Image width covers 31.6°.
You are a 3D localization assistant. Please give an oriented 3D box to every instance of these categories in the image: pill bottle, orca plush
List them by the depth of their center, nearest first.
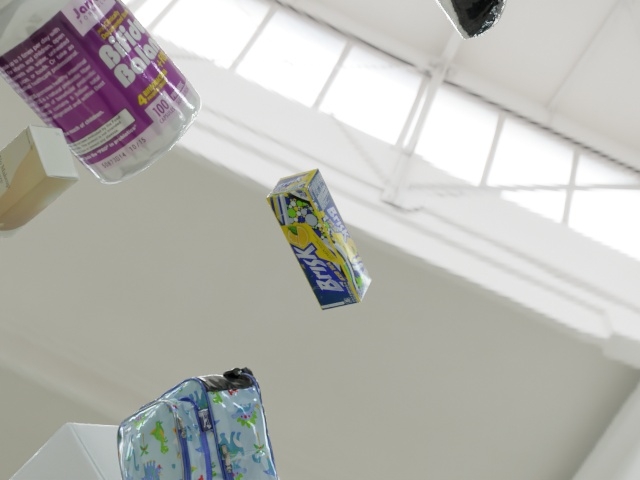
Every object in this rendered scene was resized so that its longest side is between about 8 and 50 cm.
[{"bbox_3d":[0.127,-0.286,1.054,0.102,0.287,0.151,-34,-66,10],"label":"orca plush"},{"bbox_3d":[-0.294,-0.226,1.344,0.169,0.169,0.301,-26,-63,29],"label":"pill bottle"}]

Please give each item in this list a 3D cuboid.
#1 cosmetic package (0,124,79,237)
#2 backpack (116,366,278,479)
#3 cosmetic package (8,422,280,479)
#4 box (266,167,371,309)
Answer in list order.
[{"bbox_3d":[-0.287,-0.055,1.076,0.115,0.041,0.060,-36,-112,30],"label":"cosmetic package"},{"bbox_3d":[-0.085,0.157,0.772,0.105,0.084,0.114,-32,-110,46],"label":"backpack"},{"bbox_3d":[-0.201,0.443,1.322,0.329,0.394,0.327,-44,-116,12],"label":"cosmetic package"},{"bbox_3d":[0.000,0.000,1.387,0.059,0.054,0.169,-13,-65,28],"label":"box"}]
